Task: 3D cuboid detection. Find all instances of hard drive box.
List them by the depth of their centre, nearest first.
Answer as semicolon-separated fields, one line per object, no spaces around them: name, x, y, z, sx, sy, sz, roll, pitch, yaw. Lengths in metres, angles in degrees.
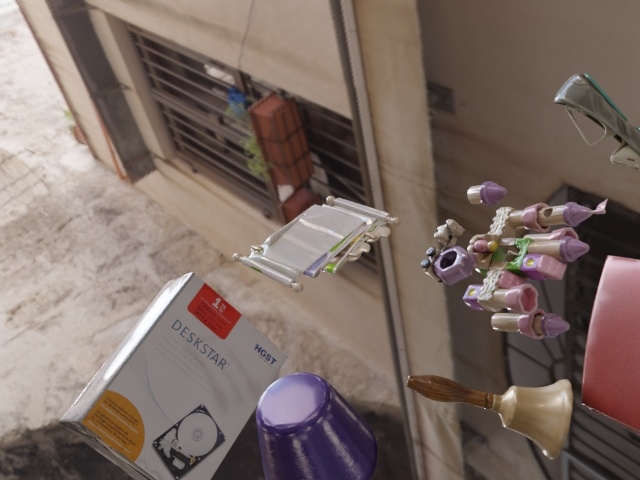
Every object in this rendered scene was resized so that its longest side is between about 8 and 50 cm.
hard drive box;-0.182;0.188;0.945;0.181;0.089;0.232;43;-122;-17

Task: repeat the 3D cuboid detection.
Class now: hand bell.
hand bell;0.256;0.249;1.155;0.126;0.242;0.126;14;-90;-85

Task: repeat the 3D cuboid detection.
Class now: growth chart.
growth chart;0.000;0.000;1.183;0.237;0.172;0.021;-34;-46;-29

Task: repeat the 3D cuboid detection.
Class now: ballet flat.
ballet flat;0.415;-0.144;1.026;0.068;0.213;0.072;-46;-14;14

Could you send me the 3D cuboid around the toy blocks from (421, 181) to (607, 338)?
toy blocks;0.443;0.028;1.560;0.309;0.260;0.288;39;-114;-29

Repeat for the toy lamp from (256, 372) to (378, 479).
toy lamp;0.022;0.201;0.526;0.080;0.080;0.274;-36;-51;-23

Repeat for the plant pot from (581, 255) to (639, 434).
plant pot;0.549;0.196;1.081;0.267;0.267;0.235;28;-93;-17
